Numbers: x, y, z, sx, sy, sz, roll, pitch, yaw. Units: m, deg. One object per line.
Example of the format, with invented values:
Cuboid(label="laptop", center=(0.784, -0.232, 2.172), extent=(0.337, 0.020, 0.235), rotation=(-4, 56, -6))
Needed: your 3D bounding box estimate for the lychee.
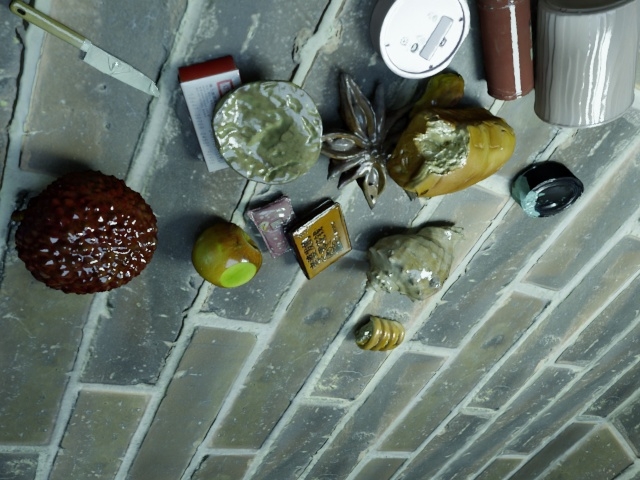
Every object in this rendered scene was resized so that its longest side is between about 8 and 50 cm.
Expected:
Cuboid(label="lychee", center=(-0.489, -0.018, 1.128), extent=(0.300, 0.264, 0.264), rotation=(14, 125, -8))

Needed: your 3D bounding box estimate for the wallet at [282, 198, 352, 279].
Cuboid(label="wallet", center=(0.001, 0.002, 1.428), extent=(0.161, 0.042, 0.195), rotation=(-32, 134, -14))

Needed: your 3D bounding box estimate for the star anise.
Cuboid(label="star anise", center=(0.114, -0.217, 1.265), extent=(0.349, 0.109, 0.292), rotation=(6, 120, -27))

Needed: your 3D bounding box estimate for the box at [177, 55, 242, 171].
Cuboid(label="box", center=(-0.212, -0.261, 1.154), extent=(0.123, 0.050, 0.229), rotation=(-17, 132, -7))

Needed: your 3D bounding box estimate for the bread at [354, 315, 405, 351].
Cuboid(label="bread", center=(0.193, 0.304, 1.756), extent=(0.177, 0.084, 0.119), rotation=(12, 125, -32))

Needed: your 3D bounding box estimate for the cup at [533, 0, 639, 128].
Cuboid(label="cup", center=(0.610, -0.422, 1.194), extent=(0.288, 0.208, 0.273), rotation=(-21, 131, 0))

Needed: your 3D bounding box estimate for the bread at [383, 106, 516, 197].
Cuboid(label="bread", center=(0.308, -0.196, 1.235), extent=(0.344, 0.149, 0.195), rotation=(-19, 144, -46))

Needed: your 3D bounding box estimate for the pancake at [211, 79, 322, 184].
Cuboid(label="pancake", center=(-0.106, -0.229, 1.142), extent=(0.241, 0.050, 0.242), rotation=(-4, 126, -6))

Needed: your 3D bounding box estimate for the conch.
Cuboid(label="conch", center=(0.274, 0.081, 1.540), extent=(0.324, 0.186, 0.263), rotation=(-15, 154, -3))

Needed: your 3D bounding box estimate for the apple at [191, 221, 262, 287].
Cuboid(label="apple", center=(-0.232, 0.038, 1.336), extent=(0.147, 0.146, 0.163), rotation=(-38, 146, 5))

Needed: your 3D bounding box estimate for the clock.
Cuboid(label="clock", center=(0.205, -0.442, 1.131), extent=(0.196, 0.068, 0.197), rotation=(-10, 132, -11))

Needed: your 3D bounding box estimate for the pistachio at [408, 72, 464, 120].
Cuboid(label="pistachio", center=(0.271, -0.323, 1.230), extent=(0.173, 0.049, 0.089), rotation=(-41, 117, -18))

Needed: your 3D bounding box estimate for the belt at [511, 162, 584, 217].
Cuboid(label="belt", center=(0.630, -0.138, 1.531), extent=(0.198, 0.078, 0.151), rotation=(-2, 134, -21))

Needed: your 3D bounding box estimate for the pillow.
Cuboid(label="pillow", center=(-0.105, -0.036, 1.389), extent=(0.118, 0.043, 0.185), rotation=(-26, 136, -5))

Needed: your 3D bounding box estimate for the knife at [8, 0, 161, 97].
Cuboid(label="knife", center=(-0.429, -0.350, 1.026), extent=(0.298, 0.017, 0.047), rotation=(25, 120, -38))

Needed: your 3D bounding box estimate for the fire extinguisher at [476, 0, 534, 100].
Cuboid(label="fire extinguisher", center=(0.404, -0.477, 1.156), extent=(0.147, 0.106, 0.337), rotation=(-40, 136, -17))
